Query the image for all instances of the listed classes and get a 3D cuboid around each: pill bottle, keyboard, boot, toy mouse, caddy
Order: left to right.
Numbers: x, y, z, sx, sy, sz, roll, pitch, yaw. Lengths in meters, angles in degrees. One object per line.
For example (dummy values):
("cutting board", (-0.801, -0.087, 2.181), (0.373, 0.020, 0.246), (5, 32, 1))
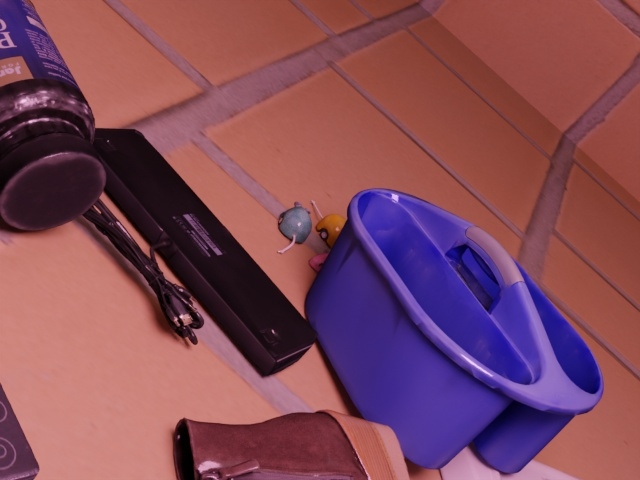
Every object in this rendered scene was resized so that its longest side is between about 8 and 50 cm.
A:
("pill bottle", (-0.272, -0.119, 0.827), (0.122, 0.123, 0.219), (5, 43, -51))
("keyboard", (-0.142, 0.006, 0.919), (0.317, 0.033, 0.201), (47, 20, 13))
("toy mouse", (0.000, 0.000, 1.118), (0.143, 0.031, 0.161), (-1, 49, -54))
("boot", (0.001, 0.242, 0.727), (0.206, 0.090, 0.248), (6, 43, -32))
("caddy", (0.138, 0.076, 0.975), (0.241, 0.179, 0.341), (13, 30, -37))

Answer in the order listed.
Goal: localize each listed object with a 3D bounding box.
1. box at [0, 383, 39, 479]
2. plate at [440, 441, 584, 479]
("box", (-0.296, 0.061, 0.496), (0.165, 0.143, 0.270), (0, 49, -51))
("plate", (0.251, 0.323, 0.957), (0.277, 0.045, 0.278), (26, 30, -28))
